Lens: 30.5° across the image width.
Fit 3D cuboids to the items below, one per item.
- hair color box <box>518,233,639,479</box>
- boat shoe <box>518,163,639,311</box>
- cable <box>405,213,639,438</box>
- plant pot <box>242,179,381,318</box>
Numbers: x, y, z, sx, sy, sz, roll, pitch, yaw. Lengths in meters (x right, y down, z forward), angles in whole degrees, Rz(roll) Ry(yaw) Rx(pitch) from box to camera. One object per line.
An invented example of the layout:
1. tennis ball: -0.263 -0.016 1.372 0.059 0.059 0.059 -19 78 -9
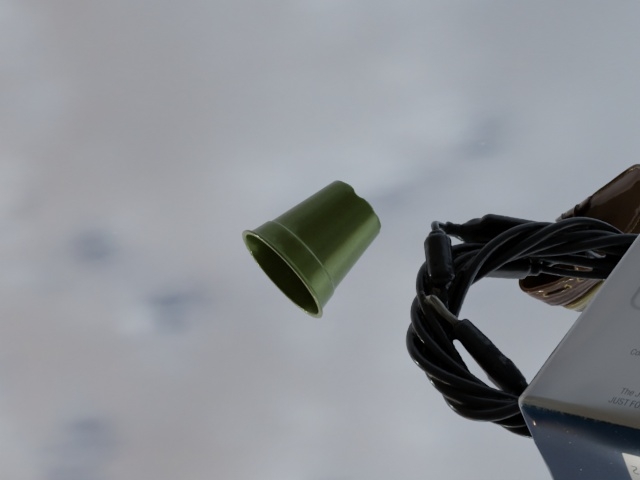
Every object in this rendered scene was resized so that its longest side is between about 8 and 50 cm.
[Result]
1. hair color box: 0.251 -0.004 0.480 0.174 0.347 0.105 8 -44 46
2. boat shoe: 0.218 0.000 0.938 0.178 0.060 0.064 121 -31 -50
3. cable: 0.143 0.050 0.674 0.184 0.151 0.047 12 -43 -4
4. plant pot: 0.000 0.000 0.852 0.079 0.083 0.083 -42 -103 -16
